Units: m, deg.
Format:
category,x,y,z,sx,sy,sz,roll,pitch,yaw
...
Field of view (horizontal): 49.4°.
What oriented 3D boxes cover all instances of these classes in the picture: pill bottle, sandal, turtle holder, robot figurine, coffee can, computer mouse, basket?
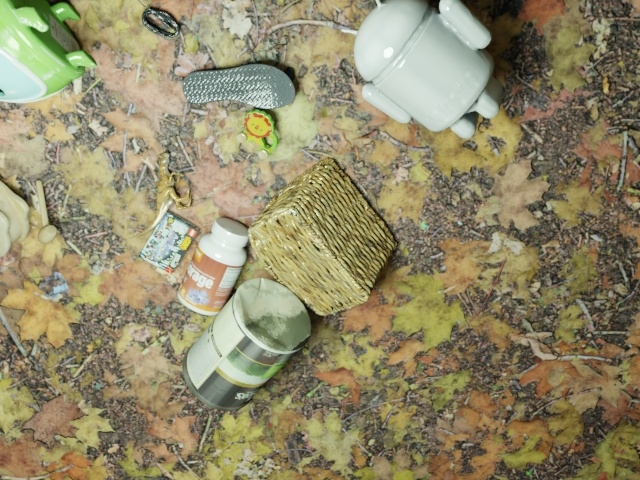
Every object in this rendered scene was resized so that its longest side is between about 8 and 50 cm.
category,x,y,z,sx,sy,sz,roll,pitch,yaw
pill bottle,-0.249,0.060,1.662,0.121,0.121,0.216,23,108,-10
sandal,-0.179,-0.348,1.557,0.254,0.054,0.097,5,103,6
turtle holder,-0.628,-0.404,1.378,0.227,0.320,0.243,-31,80,10
robot figurine,0.215,-0.366,1.444,0.353,0.200,0.300,35,131,-12
coffee can,-0.178,0.248,1.648,0.201,0.202,0.275,31,126,-13
computer mouse,-0.396,-0.528,1.487,0.071,0.041,0.242,-40,114,10
basket,0.000,0.000,1.666,0.213,0.223,0.299,-25,113,42

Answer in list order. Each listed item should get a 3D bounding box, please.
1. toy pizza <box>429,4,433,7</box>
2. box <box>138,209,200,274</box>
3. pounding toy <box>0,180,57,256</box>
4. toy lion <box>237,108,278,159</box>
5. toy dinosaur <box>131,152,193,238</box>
category,x,y,z,sx,sy,sz,roll,pitch,yaw
toy pizza,0.196,-0.425,1.547,0.201,0.032,0.201,0,110,-1
box,-0.366,0.004,1.686,0.094,0.027,0.137,30,106,-13
pounding toy,-0.736,-0.071,1.622,0.269,0.155,0.154,42,132,-6
toy lion,-0.136,-0.246,1.581,0.100,0.034,0.096,38,129,-15
toy dinosaur,-0.361,-0.097,1.632,0.112,0.064,0.212,11,90,0
